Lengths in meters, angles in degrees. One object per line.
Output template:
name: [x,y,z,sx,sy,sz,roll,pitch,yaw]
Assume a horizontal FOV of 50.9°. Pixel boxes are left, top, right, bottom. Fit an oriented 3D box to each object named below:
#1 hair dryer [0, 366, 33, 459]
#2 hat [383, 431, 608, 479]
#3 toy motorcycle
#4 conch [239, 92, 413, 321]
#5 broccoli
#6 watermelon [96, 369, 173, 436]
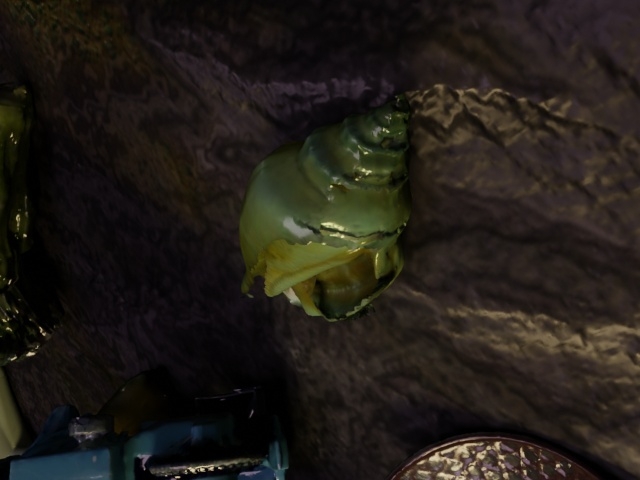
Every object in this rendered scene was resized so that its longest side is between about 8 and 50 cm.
hair dryer: [-0.413,0.274,0.953,0.237,0.075,0.206,5,107,35]
hat: [0.112,0.210,0.377,0.193,0.082,0.192,-18,60,33]
toy motorcycle: [-0.149,0.182,0.525,0.272,0.182,0.123,-9,73,10]
conch: [0.001,-0.004,0.374,0.095,0.079,0.200,32,149,13]
broccoli: [-0.325,-0.012,0.667,0.146,0.165,0.303,13,116,-7]
watermelon: [-0.159,0.277,0.672,0.129,0.123,0.301,-17,101,26]
